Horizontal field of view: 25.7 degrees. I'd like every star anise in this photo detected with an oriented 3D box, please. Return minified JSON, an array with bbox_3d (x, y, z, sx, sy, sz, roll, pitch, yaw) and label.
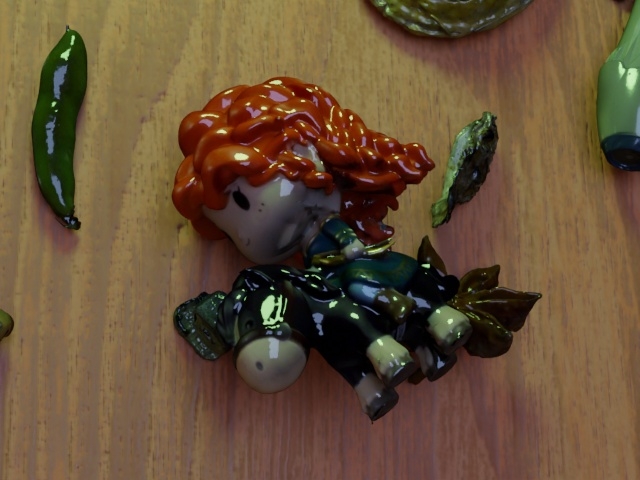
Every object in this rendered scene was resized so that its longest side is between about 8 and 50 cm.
[{"bbox_3d":[0.158,0.088,1.688,0.212,0.111,0.196,-5,51,22],"label":"star anise"}]

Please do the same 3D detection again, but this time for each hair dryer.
[{"bbox_3d":[0.489,-0.228,1.875,0.298,0.119,0.296,4,74,-28],"label":"hair dryer"}]

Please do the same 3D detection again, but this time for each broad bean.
[{"bbox_3d":[-0.312,-0.138,1.668,0.065,0.046,0.255,5,76,-20],"label":"broad bean"}]

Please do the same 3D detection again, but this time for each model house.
[{"bbox_3d":[-0.127,0.094,1.632,0.066,0.083,0.079,-36,87,-18],"label":"model house"}]

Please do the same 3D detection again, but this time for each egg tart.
[{"bbox_3d":[0.174,-0.406,1.809,0.294,0.116,0.295,1,81,-6],"label":"egg tart"}]

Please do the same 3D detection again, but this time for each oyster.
[{"bbox_3d":[0.185,-0.093,1.754,0.056,0.105,0.177,20,49,5],"label":"oyster"}]

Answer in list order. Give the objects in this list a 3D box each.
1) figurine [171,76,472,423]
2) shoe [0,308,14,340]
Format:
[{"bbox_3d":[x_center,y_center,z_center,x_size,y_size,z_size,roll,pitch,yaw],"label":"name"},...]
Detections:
[{"bbox_3d":[-0.003,0.010,1.578,0.306,0.241,0.412,-9,61,-5],"label":"figurine"},{"bbox_3d":[-0.404,0.103,1.569,0.109,0.069,0.072,14,73,-4],"label":"shoe"}]
